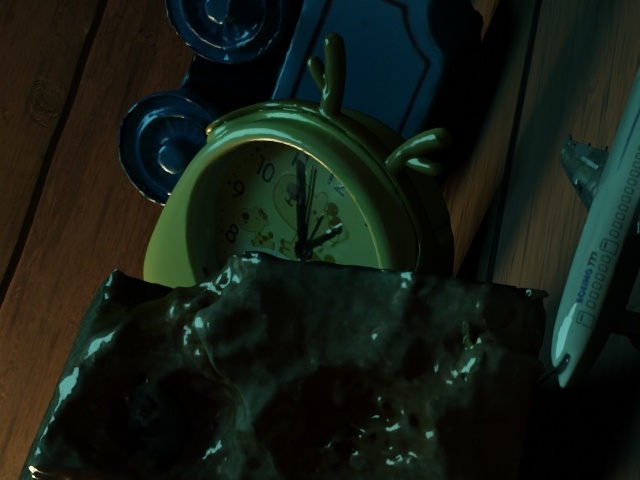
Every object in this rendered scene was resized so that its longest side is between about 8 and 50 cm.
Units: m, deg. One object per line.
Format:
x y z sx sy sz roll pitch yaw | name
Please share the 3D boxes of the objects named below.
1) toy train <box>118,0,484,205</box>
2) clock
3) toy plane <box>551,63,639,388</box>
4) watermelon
-0.012 -0.121 1.201 0.188 0.265 0.300 -52 -16 -63 | toy train
0.000 0.000 1.058 0.096 0.235 0.308 -23 -31 -47 | clock
0.143 -0.041 0.616 0.226 0.058 0.226 140 143 -71 | toy plane
-0.031 0.102 0.730 0.302 0.264 0.151 102 175 -79 | watermelon
